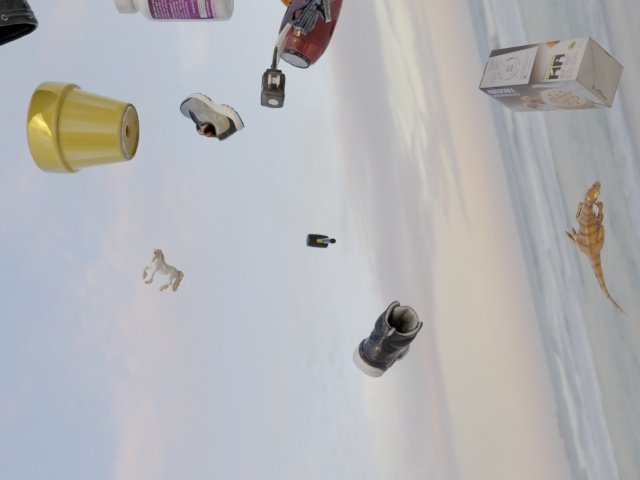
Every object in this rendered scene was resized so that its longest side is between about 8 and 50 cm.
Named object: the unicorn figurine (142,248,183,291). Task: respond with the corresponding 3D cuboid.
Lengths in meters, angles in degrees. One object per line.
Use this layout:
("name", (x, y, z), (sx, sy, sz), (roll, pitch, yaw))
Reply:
("unicorn figurine", (-0.473, 0.086, 1.949), (0.162, 0.111, 0.060), (31, -172, -49))

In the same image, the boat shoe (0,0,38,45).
("boat shoe", (-0.890, -0.463, 1.559), (0.500, 0.187, 0.156), (-46, -72, -32))

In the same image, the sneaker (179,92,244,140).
("sneaker", (-0.360, -0.382, 2.054), (0.108, 0.271, 0.100), (-46, -42, -22))

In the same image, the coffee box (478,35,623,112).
("coffee box", (0.484, -0.346, 1.401), (0.141, 0.246, 0.098), (22, -96, -36))

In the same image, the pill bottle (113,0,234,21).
("pill bottle", (-0.390, -0.671, 1.757), (0.169, 0.302, 0.169), (0, -90, -90))

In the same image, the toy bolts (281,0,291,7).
("toy bolts", (-0.092, -0.590, 1.323), (0.218, 0.229, 0.158), (82, -172, -47))

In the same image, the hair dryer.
("hair dryer", (0.006, -0.327, 0.922), (0.080, 0.223, 0.293), (25, -136, -17))

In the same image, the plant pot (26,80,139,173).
("plant pot", (-0.645, -0.308, 1.836), (0.254, 0.239, 0.254), (4, -90, -88))

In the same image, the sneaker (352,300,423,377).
("sneaker", (0.179, 0.205, 1.509), (0.101, 0.153, 0.268), (40, -153, 12))

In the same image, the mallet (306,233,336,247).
("mallet", (0.000, 0.000, 1.766), (0.190, 0.062, 0.039), (172, 103, -83))

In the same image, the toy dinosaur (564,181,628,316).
("toy dinosaur", (0.431, 0.009, 1.050), (0.112, 0.064, 0.211), (-56, -50, -66))
